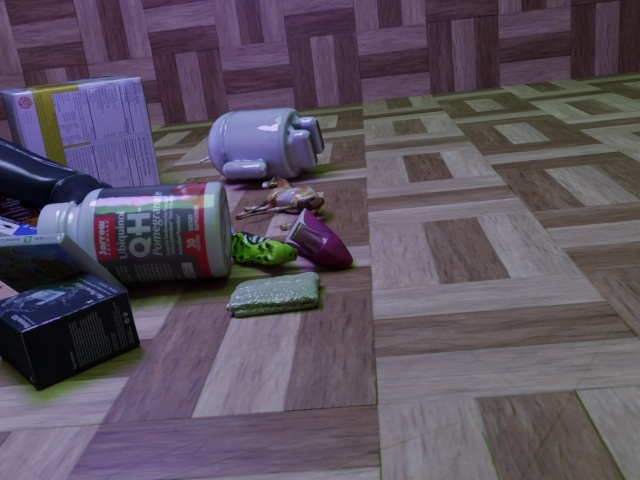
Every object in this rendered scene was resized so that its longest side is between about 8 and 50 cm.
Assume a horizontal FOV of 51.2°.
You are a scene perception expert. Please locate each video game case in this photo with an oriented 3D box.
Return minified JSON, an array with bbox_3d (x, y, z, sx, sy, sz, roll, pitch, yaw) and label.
[{"bbox_3d":[-0.456,0.051,1.111,0.193,0.212,0.023,-3,61,13],"label":"video game case"}]

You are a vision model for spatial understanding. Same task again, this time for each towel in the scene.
[{"bbox_3d":[-0.074,0.086,1.087,0.148,0.027,0.110,-6,20,4],"label":"towel"}]

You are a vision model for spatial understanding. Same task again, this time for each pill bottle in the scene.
[{"bbox_3d":[-0.328,-0.011,1.207,0.318,0.176,0.176,-4,19,-1],"label":"pill bottle"}]

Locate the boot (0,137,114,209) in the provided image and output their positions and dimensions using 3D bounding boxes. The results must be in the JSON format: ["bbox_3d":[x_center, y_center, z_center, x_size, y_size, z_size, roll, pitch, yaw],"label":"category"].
[{"bbox_3d":[-0.662,-0.133,1.433,0.445,0.146,0.367,27,3,-6],"label":"boot"}]

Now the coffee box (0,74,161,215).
[{"bbox_3d":[-0.678,-0.280,1.898,0.334,0.338,0.337,-16,21,-26],"label":"coffee box"}]

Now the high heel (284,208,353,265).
[{"bbox_3d":[0.000,0.000,1.290,0.117,0.082,0.244,31,-1,-6],"label":"high heel"}]

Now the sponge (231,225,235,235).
[{"bbox_3d":[-0.258,-0.026,1.478,0.117,0.031,0.210,-11,18,-11],"label":"sponge"}]

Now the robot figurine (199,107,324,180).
[{"bbox_3d":[-0.172,-0.274,1.912,0.353,0.200,0.300,-1,36,20],"label":"robot figurine"}]

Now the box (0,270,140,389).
[{"bbox_3d":[-0.379,0.125,0.984,0.158,0.093,0.156,-24,25,-38],"label":"box"}]

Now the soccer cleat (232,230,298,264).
[{"bbox_3d":[-0.113,0.020,1.269,0.072,0.060,0.179,9,1,-39],"label":"soccer cleat"}]

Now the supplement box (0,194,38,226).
[{"bbox_3d":[-0.851,-0.116,1.704,0.191,0.194,0.129,-20,23,-34],"label":"supplement box"}]

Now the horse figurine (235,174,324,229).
[{"bbox_3d":[-0.077,-0.088,1.544,0.174,0.066,0.263,-29,26,-35],"label":"horse figurine"}]

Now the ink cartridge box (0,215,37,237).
[{"bbox_3d":[-0.657,-0.010,1.413,0.207,0.046,0.097,19,13,-15],"label":"ink cartridge box"}]
